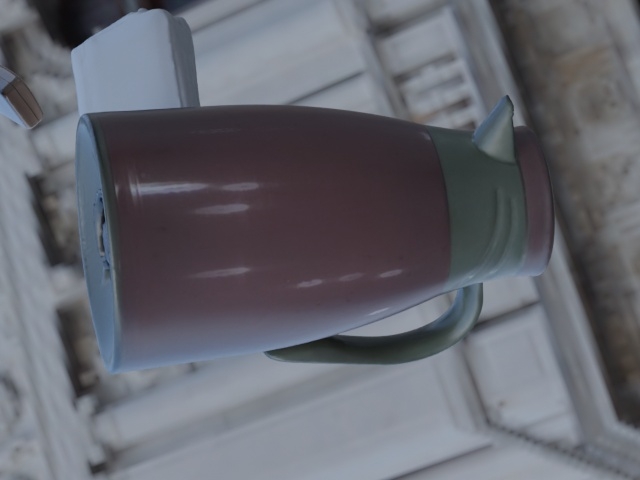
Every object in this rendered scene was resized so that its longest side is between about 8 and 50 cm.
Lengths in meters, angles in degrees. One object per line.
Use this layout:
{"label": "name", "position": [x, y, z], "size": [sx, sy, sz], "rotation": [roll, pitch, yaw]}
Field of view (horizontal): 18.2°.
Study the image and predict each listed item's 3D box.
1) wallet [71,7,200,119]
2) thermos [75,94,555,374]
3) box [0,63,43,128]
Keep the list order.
{"label": "wallet", "position": [-0.114, -0.060, 1.283], "size": [0.033, 0.095, 0.190], "rotation": [24, -128, -52]}
{"label": "thermos", "position": [0.000, 0.000, 1.143], "size": [0.146, 0.265, 0.176], "rotation": [-112, 21, -50]}
{"label": "box", "position": [-0.271, -0.129, 1.669], "size": [0.115, 0.025, 0.048], "rotation": [30, 160, 51]}
